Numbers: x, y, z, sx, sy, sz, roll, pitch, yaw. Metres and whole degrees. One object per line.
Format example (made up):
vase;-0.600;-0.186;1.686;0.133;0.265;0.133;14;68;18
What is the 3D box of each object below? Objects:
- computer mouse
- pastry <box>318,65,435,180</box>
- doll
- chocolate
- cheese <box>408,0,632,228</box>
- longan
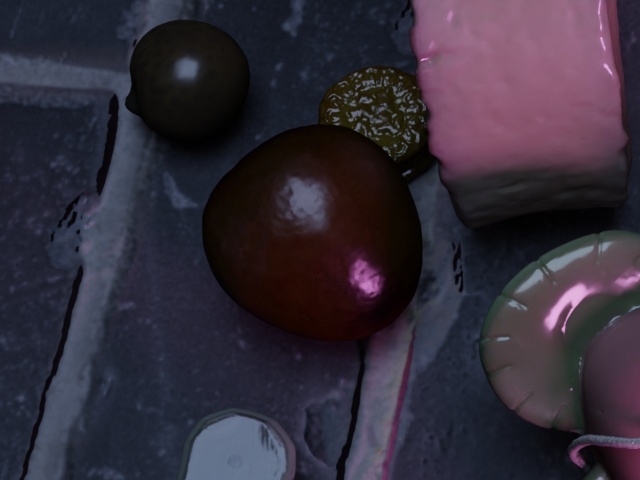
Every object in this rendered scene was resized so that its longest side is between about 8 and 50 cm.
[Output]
computer mouse;-0.074;0.217;1.488;0.089;0.056;0.182;14;71;16
pastry;0.048;-0.095;1.637;0.109;0.057;0.097;-35;63;-8
doll;0.267;0.115;1.389;0.268;0.216;0.284;-24;92;2
chocolate;0.000;0.000;1.538;0.176;0.177;0.177;-4;61;8
cheese;0.151;-0.183;1.534;0.153;0.332;0.292;-6;34;7
longan;-0.114;-0.133;1.667;0.113;0.092;0.113;-6;74;19
